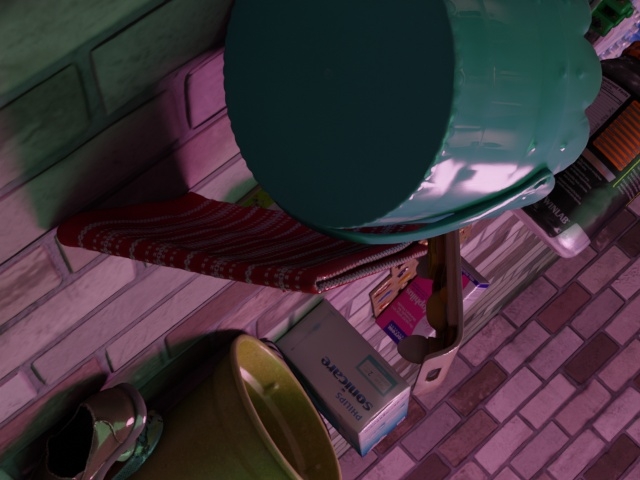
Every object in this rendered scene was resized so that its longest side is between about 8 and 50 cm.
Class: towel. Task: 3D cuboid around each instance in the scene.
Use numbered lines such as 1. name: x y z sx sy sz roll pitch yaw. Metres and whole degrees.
1. towel: -0.069 -0.004 0.846 0.199 0.275 0.031 -17 112 -56

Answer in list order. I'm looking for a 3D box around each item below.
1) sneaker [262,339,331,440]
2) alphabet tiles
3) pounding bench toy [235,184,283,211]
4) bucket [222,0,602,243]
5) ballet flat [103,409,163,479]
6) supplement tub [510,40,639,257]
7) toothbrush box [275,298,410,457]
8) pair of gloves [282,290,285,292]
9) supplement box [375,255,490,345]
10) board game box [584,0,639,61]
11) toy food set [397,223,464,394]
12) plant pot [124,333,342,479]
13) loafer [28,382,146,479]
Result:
1. sneaker: -0.098 0.294 1.641 0.162 0.106 0.281 -32 132 -4
2. alphabet tiles: 0.212 0.046 1.995 0.285 0.011 0.342 -42 163 -8
3. pounding bench toy: -0.055 -0.012 1.111 0.052 0.083 0.065 -42 162 -11
4. bucket: 0.064 -0.135 0.793 0.183 0.281 0.281 -10 143 -46
5. ballet flat: -0.297 0.310 1.347 0.188 0.070 0.070 -49 163 4
6. supplement tub: 0.456 -0.152 1.592 0.338 0.207 0.207 -45 163 6
7. toothbrush box: 0.044 0.258 1.750 0.126 0.216 0.295 -41 162 -10
8. pair of gloves: 0.000 0.000 1.375 0.159 0.023 0.198 -40 163 -15
9. supplement box: 0.238 0.133 2.048 0.220 0.111 0.114 -49 162 12
10. board game box: 0.453 -0.270 1.746 0.390 0.050 0.390 -52 162 23
11. toy food set: 0.176 0.084 1.604 0.092 0.306 0.220 0 156 1
12. plant pot: -0.147 0.322 1.424 0.254 0.276 0.276 -34 165 10
13. loafer: -0.316 0.274 1.195 0.087 0.094 0.251 9 121 -55
